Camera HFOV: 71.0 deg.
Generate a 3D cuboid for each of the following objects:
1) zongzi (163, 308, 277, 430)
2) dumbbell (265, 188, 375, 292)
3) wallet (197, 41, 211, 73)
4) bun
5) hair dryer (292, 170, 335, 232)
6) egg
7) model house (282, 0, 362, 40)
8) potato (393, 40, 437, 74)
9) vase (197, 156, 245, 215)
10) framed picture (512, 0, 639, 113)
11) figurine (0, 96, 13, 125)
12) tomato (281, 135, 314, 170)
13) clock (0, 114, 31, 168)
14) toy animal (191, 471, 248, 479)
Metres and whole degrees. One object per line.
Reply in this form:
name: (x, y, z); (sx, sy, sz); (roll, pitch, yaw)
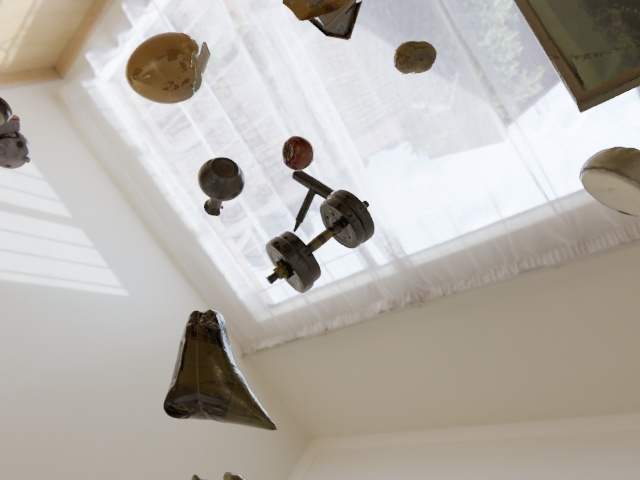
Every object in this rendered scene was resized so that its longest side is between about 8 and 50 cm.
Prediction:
zongzi: (-0.239, 0.340, 1.207); (0.317, 0.290, 0.154); (5, 162, 12)
dumbbell: (0.000, 0.000, 1.300); (0.388, 0.185, 0.185); (-38, -170, -20)
wallet: (-0.314, -0.493, 1.212); (0.011, 0.044, 0.083); (-19, 171, -32)
bun: (0.521, -0.111, 0.754); (0.094, 0.138, 0.138); (-49, -171, 0)
hair dryer: (-0.065, -0.130, 1.538); (0.195, 0.173, 0.050); (-54, 157, -2)
egg: (-0.460, -0.510, 1.345); (0.244, 0.201, 0.201); (-28, -174, -28)
model house: (0.041, -0.594, 1.137); (0.207, 0.219, 0.136); (-42, 146, 7)
potato: (0.265, -0.519, 1.276); (0.137, 0.092, 0.070); (-14, -146, -29)
vase: (-0.265, -0.133, 1.174); (0.120, 0.120, 0.183); (-39, 168, -37)
framed picture: (0.434, -0.339, 0.628); (0.247, 0.022, 0.335); (-24, -137, 28)
figurine: (-0.849, -0.376, 0.991); (0.253, 0.211, 0.361); (-19, 141, -35)
tomato: (-0.053, -0.217, 1.116); (0.075, 0.087, 0.087); (-6, 169, -42)
clock: (-0.968, -0.299, 1.307); (0.189, 0.253, 0.189); (-159, -90, -88)
toy animal: (-0.169, 0.493, 0.845); (0.218, 0.101, 0.103); (-29, -127, 39)
